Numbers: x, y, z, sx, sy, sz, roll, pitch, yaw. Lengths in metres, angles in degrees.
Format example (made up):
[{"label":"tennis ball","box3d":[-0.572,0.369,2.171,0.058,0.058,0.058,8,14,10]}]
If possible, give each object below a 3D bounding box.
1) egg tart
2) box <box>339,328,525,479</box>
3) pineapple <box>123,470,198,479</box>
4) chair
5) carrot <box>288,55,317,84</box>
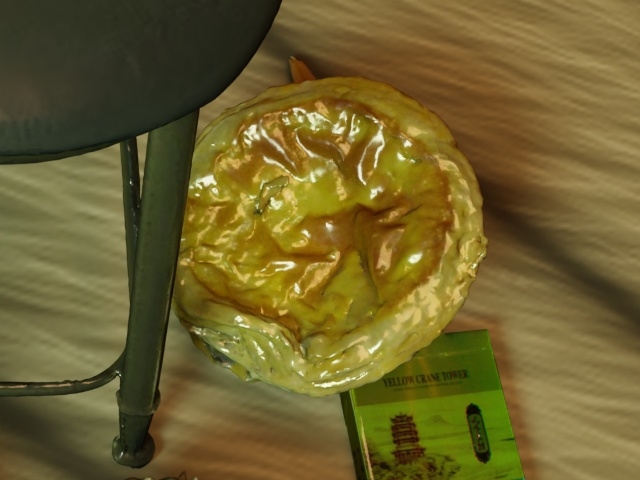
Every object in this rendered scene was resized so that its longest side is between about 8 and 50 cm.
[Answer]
[{"label":"egg tart","box3d":[0.000,0.000,0.906,0.241,0.106,0.241,-4,69,11]},{"label":"box","box3d":[0.085,0.163,0.926,0.121,0.030,0.193,-4,67,-19]},{"label":"pineapple","box3d":[-0.009,0.244,0.746,0.310,0.141,0.170,21,38,22]},{"label":"chair","box3d":[-0.223,-0.094,0.709,0.365,0.410,0.361,4,65,-23]},{"label":"carrot","box3d":[0.018,-0.060,1.002,0.048,0.048,0.216,-17,67,-23]}]
